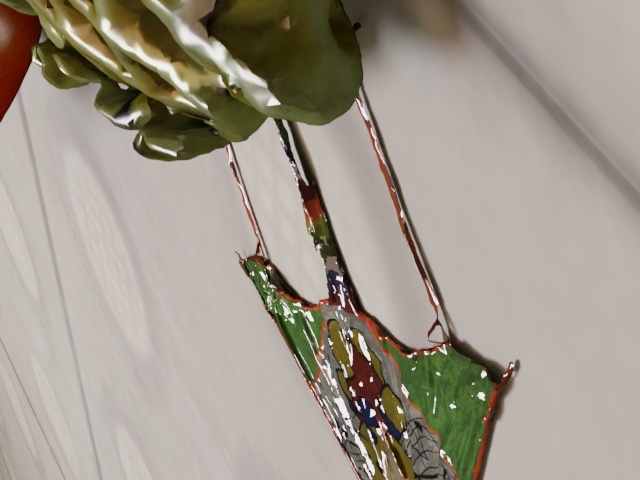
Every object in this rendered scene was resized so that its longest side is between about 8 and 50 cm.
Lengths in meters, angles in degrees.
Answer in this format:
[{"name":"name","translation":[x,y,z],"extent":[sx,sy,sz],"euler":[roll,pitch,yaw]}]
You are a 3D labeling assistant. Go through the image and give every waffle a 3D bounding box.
[{"name":"waffle","translation":[-0.059,-0.123,0.365],"extent":[0.208,0.054,0.214],"euler":[17,122,66]}]

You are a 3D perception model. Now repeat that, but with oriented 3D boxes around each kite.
[{"name":"kite","translation":[0.000,0.000,0.411],"extent":[0.198,0.006,0.244],"euler":[11,120,70]}]

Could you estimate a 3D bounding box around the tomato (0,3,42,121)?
[{"name":"tomato","translation":[-0.279,-0.128,0.597],"extent":[0.293,0.325,0.290],"euler":[60,-171,-1]}]
